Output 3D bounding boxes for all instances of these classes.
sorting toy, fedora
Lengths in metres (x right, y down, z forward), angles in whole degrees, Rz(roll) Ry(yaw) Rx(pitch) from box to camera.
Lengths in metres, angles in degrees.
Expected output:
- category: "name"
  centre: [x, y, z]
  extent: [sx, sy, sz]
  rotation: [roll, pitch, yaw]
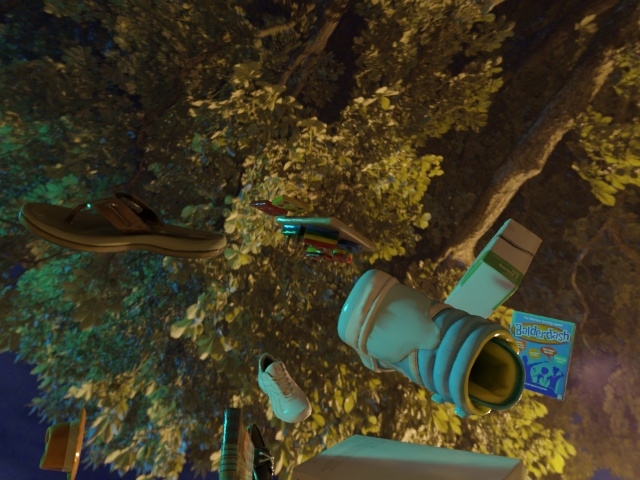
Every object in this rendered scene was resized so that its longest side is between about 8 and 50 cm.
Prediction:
- category: "sorting toy"
  centre: [0.000, 0.000, 0.690]
  extent: [0.274, 0.132, 0.046]
  rotation: [30, -109, -45]
- category: "fedora"
  centre: [-0.627, 0.500, 0.976]
  extent: [0.079, 0.194, 0.194]
  rotation: [12, -67, -29]

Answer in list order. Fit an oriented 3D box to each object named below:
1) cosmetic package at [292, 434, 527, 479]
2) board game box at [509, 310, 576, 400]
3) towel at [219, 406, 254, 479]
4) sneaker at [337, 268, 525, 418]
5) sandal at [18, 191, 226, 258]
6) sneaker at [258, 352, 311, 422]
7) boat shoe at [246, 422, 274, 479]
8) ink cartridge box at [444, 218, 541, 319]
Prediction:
- category: "cosmetic package"
  centre: [0.143, 0.452, 0.679]
  extent: [0.196, 0.365, 0.155]
  rotation: [-1, -101, -42]
- category: "board game box"
  centre: [0.618, 0.321, 1.142]
  extent: [0.047, 0.160, 0.210]
  rotation: [24, -103, -51]
- category: "towel"
  centre: [-0.125, 0.476, 0.602]
  extent: [0.040, 0.370, 0.271]
  rotation: [0, -37, -6]
- category: "sneaker"
  centre: [0.160, 0.159, 0.549]
  extent: [0.208, 0.319, 0.127]
  rotation: [24, -99, 28]
- category: "sandal"
  centre: [-0.305, -0.034, 0.655]
  extent: [0.302, 0.120, 0.086]
  rotation: [7, -72, -20]
- category: "sneaker"
  centre: [-0.110, 0.387, 1.077]
  extent: [0.090, 0.232, 0.115]
  rotation: [-27, -57, -29]
- category: "boat shoe"
  centre: [-0.144, 0.495, 0.896]
  extent: [0.070, 0.219, 0.078]
  rotation: [-47, -61, -5]
- category: "ink cartridge box"
  centre: [0.396, 0.070, 0.918]
  extent: [0.092, 0.219, 0.160]
  rotation: [39, -44, 17]
